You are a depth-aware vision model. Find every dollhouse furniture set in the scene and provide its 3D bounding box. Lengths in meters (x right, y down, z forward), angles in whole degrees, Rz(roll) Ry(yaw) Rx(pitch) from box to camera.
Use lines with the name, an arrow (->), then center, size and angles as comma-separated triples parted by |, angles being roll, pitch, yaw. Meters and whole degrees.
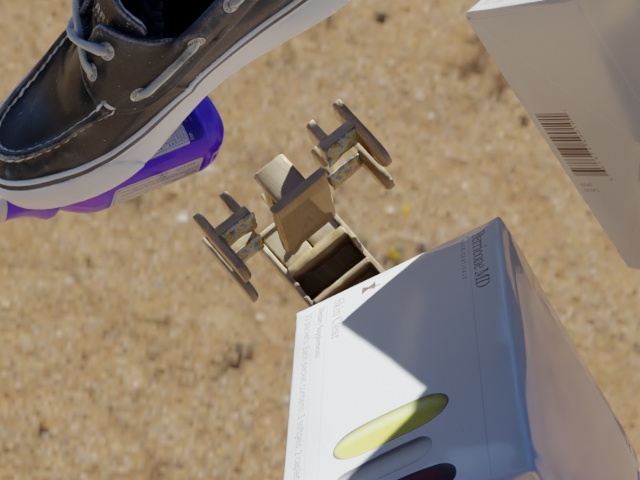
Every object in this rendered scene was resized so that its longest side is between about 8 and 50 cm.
dollhouse furniture set -> 0.000, 0.000, 1.983 | 0.212, 0.242, 0.161 | -39, 72, -8

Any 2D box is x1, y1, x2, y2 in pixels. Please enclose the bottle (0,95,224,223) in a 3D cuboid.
bottle -> -0.239, -0.089, 1.795 | 0.283, 0.092, 0.118 | -25, 66, -34

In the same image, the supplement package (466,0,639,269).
supplement package -> 0.270, -0.135, 0.997 | 0.262, 0.199, 0.198 | -41, 18, -18

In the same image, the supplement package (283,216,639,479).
supplement package -> 0.090, 0.151, 0.966 | 0.145, 0.204, 0.262 | -26, 24, 14

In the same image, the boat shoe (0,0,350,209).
boat shoe -> -0.108, -0.128, 1.056 | 0.102, 0.301, 0.108 | 29, 35, -56
